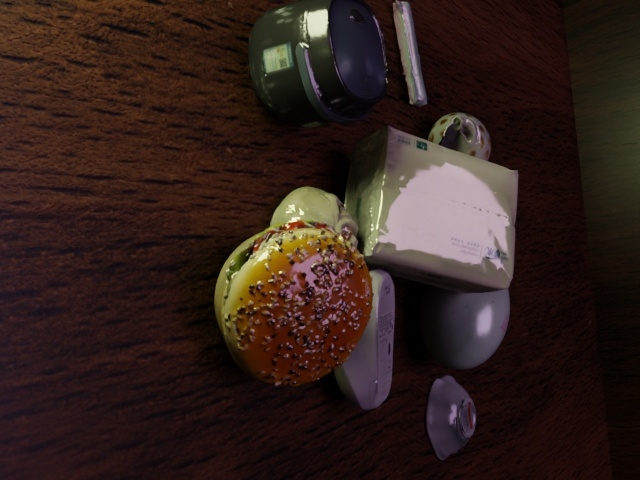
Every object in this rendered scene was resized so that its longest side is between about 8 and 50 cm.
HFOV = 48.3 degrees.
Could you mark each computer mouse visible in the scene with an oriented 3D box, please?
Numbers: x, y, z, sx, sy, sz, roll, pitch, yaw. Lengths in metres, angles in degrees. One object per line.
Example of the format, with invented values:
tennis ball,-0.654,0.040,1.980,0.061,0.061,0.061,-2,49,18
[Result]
computer mouse,0.088,0.208,1.521,0.184,0.121,0.297,-13,102,-68

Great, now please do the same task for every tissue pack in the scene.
tissue pack,0.246,-0.056,1.611,0.380,0.207,0.297,13,77,-25

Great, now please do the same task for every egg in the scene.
egg,0.374,0.162,1.850,0.230,0.229,0.371,53,41,-35

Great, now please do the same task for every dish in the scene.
dish,0.366,0.474,1.911,0.229,0.081,0.230,14,72,-53

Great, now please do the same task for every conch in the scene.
conch,0.390,-0.263,2.018,0.275,0.182,0.149,58,0,-41

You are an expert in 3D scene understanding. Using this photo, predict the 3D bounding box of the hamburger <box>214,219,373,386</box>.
hamburger,-0.045,0.107,1.248,0.300,0.176,0.301,-4,99,-29

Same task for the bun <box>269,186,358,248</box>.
bun,0.000,0.000,1.438,0.231,0.133,0.231,17,69,-54

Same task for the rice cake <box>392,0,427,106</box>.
rice cake,0.235,-0.504,1.921,0.081,0.051,0.291,-19,98,-63

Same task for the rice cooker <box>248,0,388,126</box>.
rice cooker,-0.009,-0.345,1.404,0.267,0.224,0.268,17,69,-54
